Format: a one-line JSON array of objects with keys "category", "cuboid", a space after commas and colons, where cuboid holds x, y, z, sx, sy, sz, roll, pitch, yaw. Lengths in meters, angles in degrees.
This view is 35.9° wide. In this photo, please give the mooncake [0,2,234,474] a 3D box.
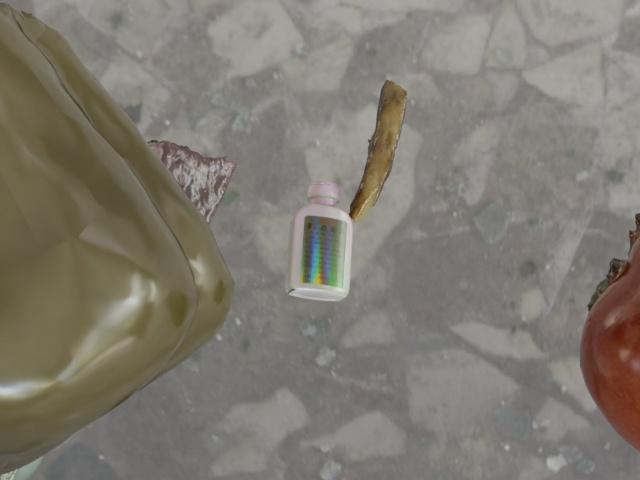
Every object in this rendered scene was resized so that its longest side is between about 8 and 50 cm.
[{"category": "mooncake", "cuboid": [-0.294, 0.064, 0.638, 0.467, 0.467, 0.262, -33, 90, -7]}]

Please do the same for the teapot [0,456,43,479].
[{"category": "teapot", "cuboid": [-0.377, 0.246, 1.060, 0.149, 0.111, 0.108, 0, 59, 16]}]

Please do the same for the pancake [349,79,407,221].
[{"category": "pancake", "cuboid": [0.115, -0.187, 1.886, 0.056, 0.212, 0.257, 14, 47, -9]}]

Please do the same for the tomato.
[{"category": "tomato", "cuboid": [0.445, 0.108, 1.050, 0.322, 0.321, 0.321, -5, 61, 9]}]

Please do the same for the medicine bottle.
[{"category": "medicine bottle", "cuboid": [0.000, 0.000, 1.843, 0.115, 0.078, 0.219, 8, 73, -14]}]

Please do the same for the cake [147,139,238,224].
[{"category": "cake", "cuboid": [-0.201, 0.011, 1.055, 0.116, 0.113, 0.295, -9, 53, 51]}]
